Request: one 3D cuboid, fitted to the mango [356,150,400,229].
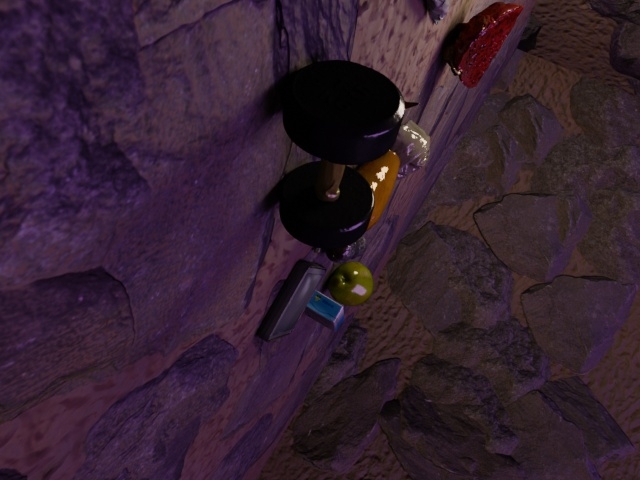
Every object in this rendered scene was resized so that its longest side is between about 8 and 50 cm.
[{"bbox_3d":[0.133,-0.133,1.371,0.359,0.144,0.187,-53,167,-32],"label":"mango"}]

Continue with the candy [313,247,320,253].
[{"bbox_3d":[0.000,0.000,1.429,0.025,0.023,0.083,13,100,-58],"label":"candy"}]

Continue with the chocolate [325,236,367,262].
[{"bbox_3d":[0.093,0.019,1.605,0.110,0.110,0.248,-63,164,13],"label":"chocolate"}]

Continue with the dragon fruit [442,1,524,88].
[{"bbox_3d":[0.512,-0.692,1.580,0.205,0.152,0.317,-22,153,-34],"label":"dragon fruit"}]

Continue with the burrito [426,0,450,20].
[{"bbox_3d":[0.289,-0.607,1.142,0.064,0.064,0.203,-63,164,13],"label":"burrito"}]

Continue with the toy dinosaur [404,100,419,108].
[{"bbox_3d":[0.103,-0.231,1.153,0.327,0.112,0.207,-43,158,-42],"label":"toy dinosaur"}]

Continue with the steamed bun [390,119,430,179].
[{"bbox_3d":[0.308,-0.304,1.602,0.211,0.144,0.218,-36,153,-57],"label":"steamed bun"}]

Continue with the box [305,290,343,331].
[{"bbox_3d":[0.013,0.267,1.736,0.073,0.139,0.194,-56,165,-16],"label":"box"}]

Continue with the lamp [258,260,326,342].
[{"bbox_3d":[-0.081,0.194,1.475,0.269,0.047,0.266,-60,164,1],"label":"lamp"}]

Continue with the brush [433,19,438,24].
[{"bbox_3d":[0.367,-0.719,1.272,0.218,0.010,0.082,-65,164,20],"label":"brush"}]

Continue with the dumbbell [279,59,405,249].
[{"bbox_3d":[0.026,-0.150,0.876,0.204,0.203,0.323,-50,162,-33],"label":"dumbbell"}]

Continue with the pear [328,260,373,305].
[{"bbox_3d":[0.121,0.174,1.862,0.219,0.187,0.188,27,93,-54],"label":"pear"}]
